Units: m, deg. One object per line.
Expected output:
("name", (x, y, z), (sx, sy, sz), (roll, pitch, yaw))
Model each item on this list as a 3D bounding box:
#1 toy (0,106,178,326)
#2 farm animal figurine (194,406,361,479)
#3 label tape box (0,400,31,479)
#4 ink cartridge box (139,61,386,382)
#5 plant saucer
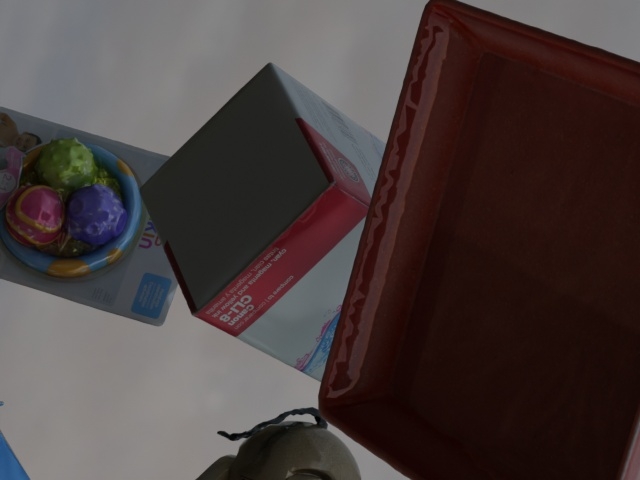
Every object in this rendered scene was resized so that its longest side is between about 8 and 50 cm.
("toy", (-0.211, -0.035, 1.500), (0.056, 0.237, 0.137), (84, 23, -67))
("farm animal figurine", (-0.037, 0.258, 1.413), (0.330, 0.172, 0.326), (29, -57, 30))
("label tape box", (-0.305, 0.266, 1.398), (0.249, 0.115, 0.347), (-34, 168, -23))
("ink cartridge box", (0.000, 0.000, 1.280), (0.127, 0.176, 0.128), (-44, -136, 16))
("plant saucer", (0.113, 0.020, 1.067), (0.258, 0.048, 0.259), (29, -73, 53))
